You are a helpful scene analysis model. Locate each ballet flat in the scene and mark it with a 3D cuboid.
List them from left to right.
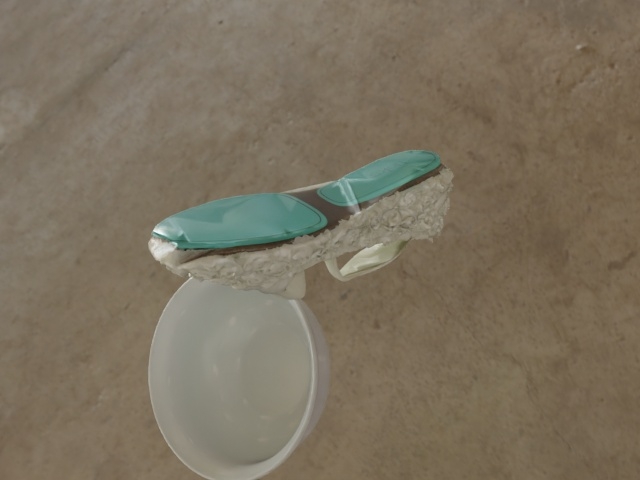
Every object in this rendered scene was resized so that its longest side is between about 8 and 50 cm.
[{"bbox_3d":[0.000,0.000,1.022,0.408,0.147,0.147,-17,41,-27],"label":"ballet flat"}]

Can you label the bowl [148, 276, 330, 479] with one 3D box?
[{"bbox_3d":[-0.093,0.184,1.198,0.297,0.134,0.298,-5,80,32],"label":"bowl"}]
